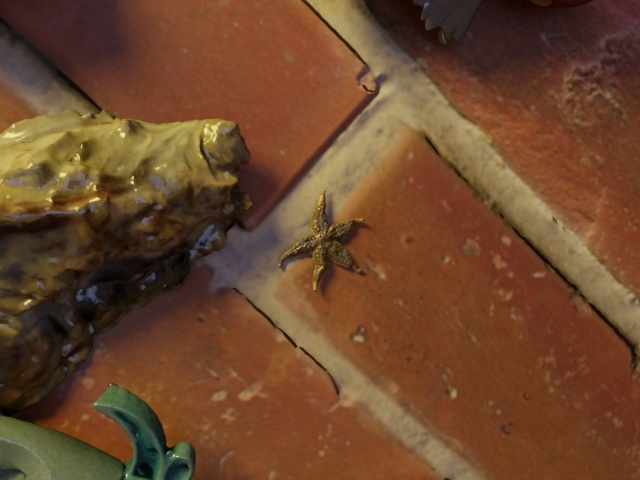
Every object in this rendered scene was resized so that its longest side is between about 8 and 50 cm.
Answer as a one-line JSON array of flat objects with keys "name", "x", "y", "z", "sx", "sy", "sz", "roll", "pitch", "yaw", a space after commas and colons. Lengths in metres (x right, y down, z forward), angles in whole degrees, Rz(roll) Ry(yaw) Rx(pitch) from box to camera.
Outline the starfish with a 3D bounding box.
[{"name": "starfish", "x": 0.000, "y": 0.000, "z": 0.643, "sx": 0.092, "sy": 0.016, "sz": 0.086, "roll": -21, "pitch": 97, "yaw": -8}]

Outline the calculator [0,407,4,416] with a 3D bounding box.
[{"name": "calculator", "x": -0.340, "y": 0.156, "z": 0.556, "sx": 0.171, "sy": 0.018, "sz": 0.057, "roll": -5, "pitch": 130, "yaw": -5}]

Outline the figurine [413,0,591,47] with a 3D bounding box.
[{"name": "figurine", "x": 0.186, "y": -0.272, "z": 0.585, "sx": 0.386, "sy": 0.166, "sz": 0.207, "roll": -6, "pitch": 113, "yaw": -9}]

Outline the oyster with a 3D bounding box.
[{"name": "oyster", "x": -0.214, "y": 0.002, "z": 0.550, "sx": 0.354, "sy": 0.107, "sz": 0.201, "roll": -40, "pitch": 106, "yaw": -7}]

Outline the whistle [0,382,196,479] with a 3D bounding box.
[{"name": "whistle", "x": -0.173, "y": 0.227, "z": 0.573, "sx": 0.274, "sy": 0.093, "sz": 0.186, "roll": 38, "pitch": 105, "yaw": -20}]
